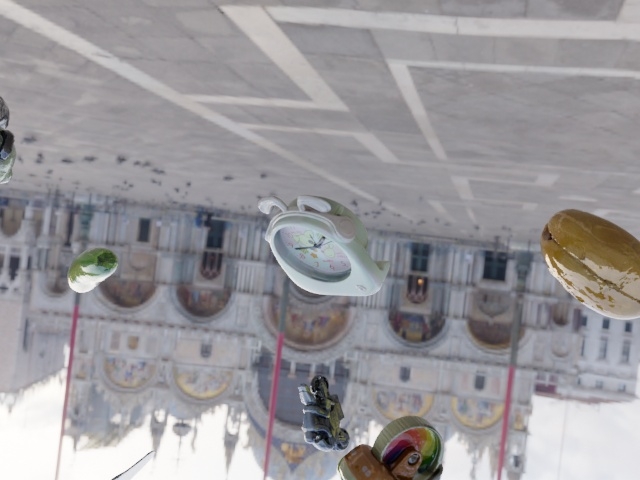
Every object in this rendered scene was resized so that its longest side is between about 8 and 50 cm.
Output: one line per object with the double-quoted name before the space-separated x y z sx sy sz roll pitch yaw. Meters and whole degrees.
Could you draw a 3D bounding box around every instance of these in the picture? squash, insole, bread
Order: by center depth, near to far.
"bread" 0.365 0.031 0.933 0.077 0.114 0.189 -20 -132 -35
"insole" -0.354 0.423 1.228 0.009 0.119 0.348 43 177 6
"squash" -0.525 0.064 1.609 0.082 0.082 0.292 7 164 -28

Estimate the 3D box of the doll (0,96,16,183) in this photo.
"doll" -0.468 -0.162 0.866 0.144 0.234 0.135 -27 -147 -17

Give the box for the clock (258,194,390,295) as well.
"clock" 0.000 0.000 0.991 0.152 0.062 0.191 0 137 37

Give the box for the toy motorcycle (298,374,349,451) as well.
"toy motorcycle" 0.001 0.409 1.609 0.061 0.193 0.124 -16 -173 43

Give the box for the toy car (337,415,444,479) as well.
"toy car" 0.174 0.476 1.475 0.235 0.235 0.145 7 -164 -23
